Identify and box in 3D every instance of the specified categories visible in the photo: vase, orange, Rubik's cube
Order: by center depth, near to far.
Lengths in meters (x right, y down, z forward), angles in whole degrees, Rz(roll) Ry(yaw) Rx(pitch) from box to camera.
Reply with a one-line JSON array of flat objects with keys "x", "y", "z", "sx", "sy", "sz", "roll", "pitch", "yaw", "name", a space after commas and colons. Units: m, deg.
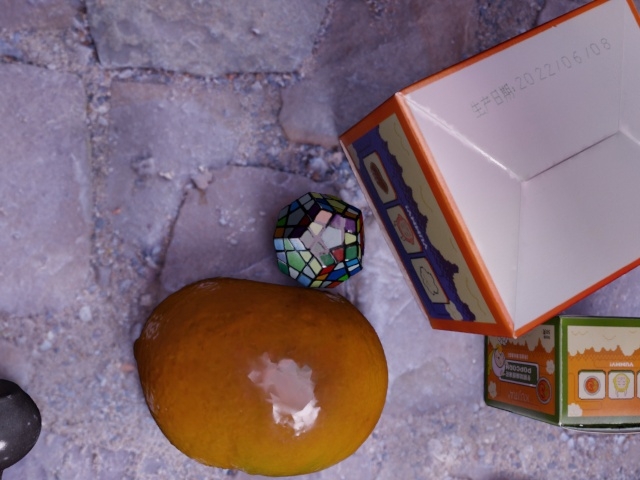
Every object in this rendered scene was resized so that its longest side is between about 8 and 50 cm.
[{"x": -0.389, "y": 0.257, "z": 0.831, "sx": 0.120, "sy": 0.120, "sz": 0.183, "roll": 5, "pitch": 98, "yaw": -15, "name": "vase"}, {"x": -0.059, "y": 0.176, "z": 0.934, "sx": 0.310, "sy": 0.274, "sz": 0.274, "roll": 23, "pitch": 78, "yaw": -44, "name": "orange"}, {"x": 0.000, "y": 0.000, "z": 0.951, "sx": 0.133, "sy": 0.133, "sz": 0.112, "roll": -17, "pitch": 66, "yaw": -16, "name": "Rubik's cube"}]

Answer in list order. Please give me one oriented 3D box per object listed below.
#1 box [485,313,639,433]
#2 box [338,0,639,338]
[{"x": 0.349, "y": 0.175, "z": 0.988, "sx": 0.178, "sy": 0.195, "sz": 0.148, "roll": 2, "pitch": 85, "yaw": -16, "name": "box"}, {"x": 0.264, "y": -0.090, "z": 0.956, "sx": 0.349, "sy": 0.257, "sz": 0.318, "roll": -28, "pitch": 92, "yaw": -15, "name": "box"}]
